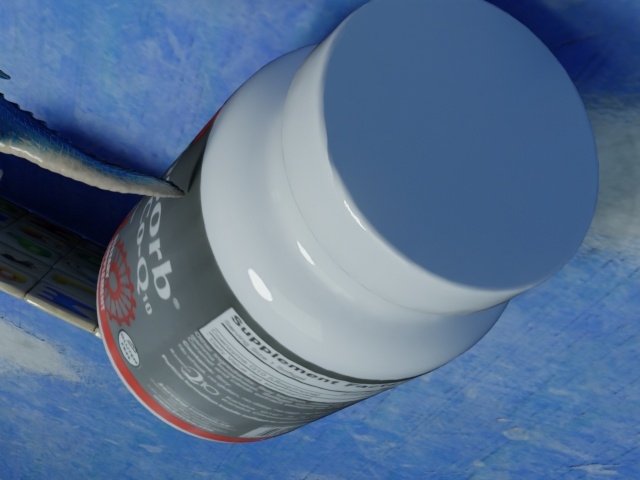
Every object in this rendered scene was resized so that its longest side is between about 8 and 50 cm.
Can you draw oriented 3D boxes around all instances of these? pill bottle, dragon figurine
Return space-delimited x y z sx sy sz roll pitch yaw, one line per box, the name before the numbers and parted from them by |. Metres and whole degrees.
pill bottle | 0.000 0.000 0.758 0.210 0.210 0.363 31 151 -13
dragon figurine | -0.221 -0.086 0.649 0.289 0.144 0.085 -1 155 -5

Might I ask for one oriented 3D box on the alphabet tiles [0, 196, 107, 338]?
alphabet tiles | -0.224 0.020 1.011 0.342 0.011 0.285 27 -174 -6
